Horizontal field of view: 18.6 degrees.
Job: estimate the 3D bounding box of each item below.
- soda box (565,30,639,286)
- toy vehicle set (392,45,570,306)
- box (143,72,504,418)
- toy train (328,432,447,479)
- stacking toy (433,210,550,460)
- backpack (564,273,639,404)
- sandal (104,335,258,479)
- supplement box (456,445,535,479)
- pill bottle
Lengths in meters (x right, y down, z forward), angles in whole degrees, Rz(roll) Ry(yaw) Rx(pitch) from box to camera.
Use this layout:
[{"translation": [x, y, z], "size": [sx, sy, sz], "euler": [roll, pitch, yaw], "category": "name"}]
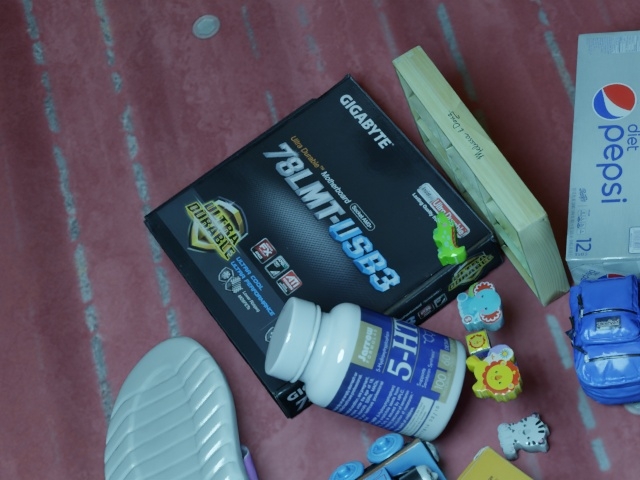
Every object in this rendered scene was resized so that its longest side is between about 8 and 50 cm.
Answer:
[{"translation": [0.320, -0.081, 2.078], "size": [0.091, 0.098, 0.286], "euler": [-3, 60, 18], "category": "soda box"}, {"translation": [0.171, -0.069, 2.077], "size": [0.035, 0.166, 0.267], "euler": [-31, 56, -3], "category": "toy vehicle set"}, {"translation": [0.000, 0.000, 2.151], "size": [0.293, 0.073, 0.295], "euler": [-36, 57, -4], "category": "box"}, {"translation": [0.045, 0.269, 1.954], "size": [0.184, 0.080, 0.105], "euler": [-32, 24, 1], "category": "toy train"}, {"translation": [0.173, 0.098, 1.978], "size": [0.052, 0.167, 0.221], "euler": [-18, 56, 7], "category": "stacking toy"}, {"translation": [0.297, 0.101, 1.979], "size": [0.098, 0.101, 0.120], "euler": [-9, 62, 20], "category": "backpack"}, {"translation": [-0.120, 0.272, 2.012], "size": [0.169, 0.102, 0.416], "euler": [-37, 41, 12], "category": "sandal"}, {"translation": [0.229, 0.302, 1.896], "size": [0.233, 0.080, 0.078], "euler": [35, 75, 29], "category": "supplement box"}, {"translation": [0.044, 0.126, 1.989], "size": [0.186, 0.112, 0.112], "euler": [19, 63, -11], "category": "pill bottle"}]
